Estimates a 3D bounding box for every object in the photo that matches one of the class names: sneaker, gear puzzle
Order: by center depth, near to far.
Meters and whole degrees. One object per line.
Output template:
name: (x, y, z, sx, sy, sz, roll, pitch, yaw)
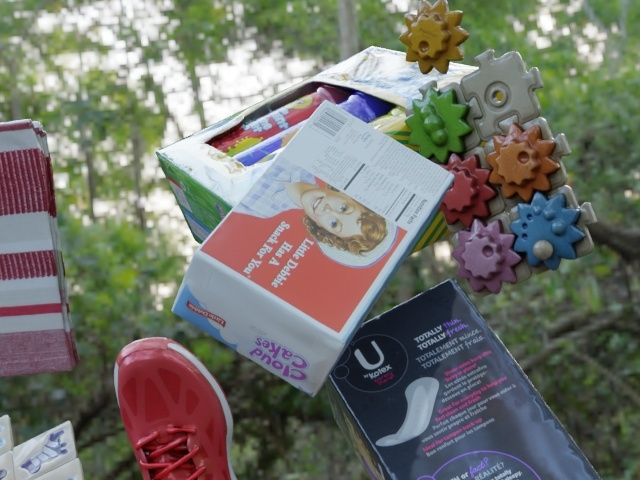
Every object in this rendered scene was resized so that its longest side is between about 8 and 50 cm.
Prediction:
sneaker: (-0.102, 0.191, 0.999, 0.087, 0.221, 0.128, -20, 23, 4)
gear puzzle: (0.173, -0.115, 1.420, 0.175, 0.338, 0.044, -25, -10, 35)

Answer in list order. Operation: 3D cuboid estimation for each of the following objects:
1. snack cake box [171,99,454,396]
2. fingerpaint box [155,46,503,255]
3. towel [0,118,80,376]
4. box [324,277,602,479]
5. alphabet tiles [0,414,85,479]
snack cake box: (0.000, 0.000, 1.191, 0.264, 0.152, 0.089, -53, -8, -44)
fingerpaint box: (0.017, -0.102, 1.711, 0.371, 0.163, 0.445, -27, 20, -11)
towel: (-0.443, 0.017, 1.674, 0.237, 0.328, 0.037, -5, 6, 16)
box: (0.131, 0.199, 1.237, 0.165, 0.270, 0.143, -26, -38, -9)
alphabet tiles: (-0.349, 0.274, 1.057, 0.343, 0.011, 0.285, -27, 32, -3)
